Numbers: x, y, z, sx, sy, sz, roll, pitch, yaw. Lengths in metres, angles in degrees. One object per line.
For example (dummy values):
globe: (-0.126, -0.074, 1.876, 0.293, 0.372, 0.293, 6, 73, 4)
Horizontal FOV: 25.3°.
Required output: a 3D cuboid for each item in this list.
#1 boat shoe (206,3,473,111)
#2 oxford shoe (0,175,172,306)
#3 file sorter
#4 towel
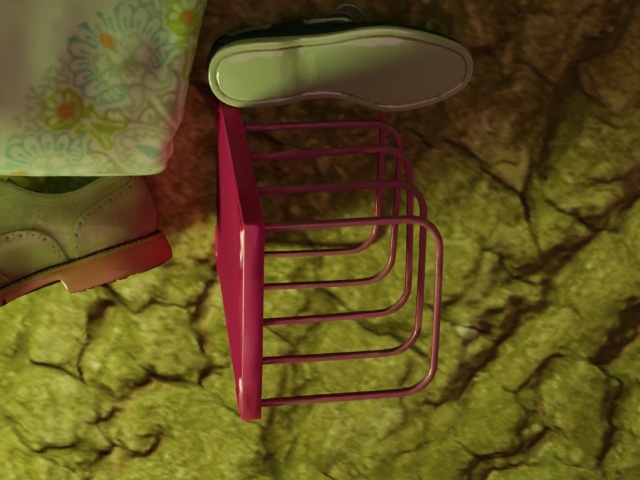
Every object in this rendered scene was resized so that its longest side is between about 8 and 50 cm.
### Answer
boat shoe: (0.018, -0.174, 1.383, 0.254, 0.079, 0.095, -6, 122, 0)
oxford shoe: (-0.332, 0.005, 1.434, 0.348, 0.123, 0.130, -15, 97, -10)
file sorter: (0.000, 0.000, 1.361, 0.182, 0.291, 0.202, -3, 120, -8)
towel: (-0.248, -0.227, 1.258, 0.320, 0.090, 0.375, 1, 119, -30)
